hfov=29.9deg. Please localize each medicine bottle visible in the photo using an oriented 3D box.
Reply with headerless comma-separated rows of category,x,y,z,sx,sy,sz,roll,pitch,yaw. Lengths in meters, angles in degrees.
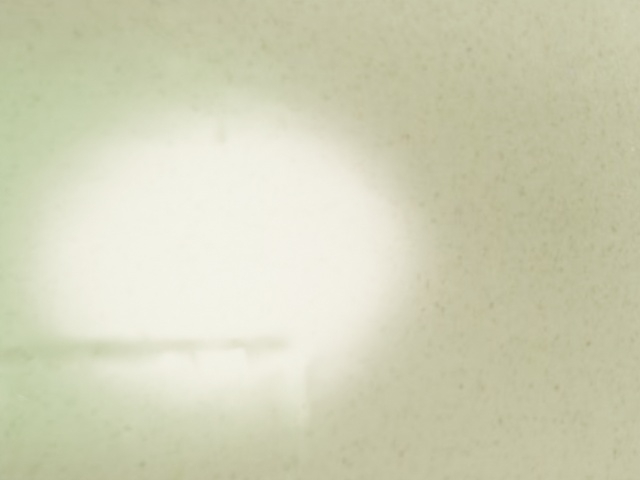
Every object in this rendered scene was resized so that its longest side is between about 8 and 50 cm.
medicine bottle,0.000,0.000,0.477,0.375,0.123,0.282,-1,88,-20
